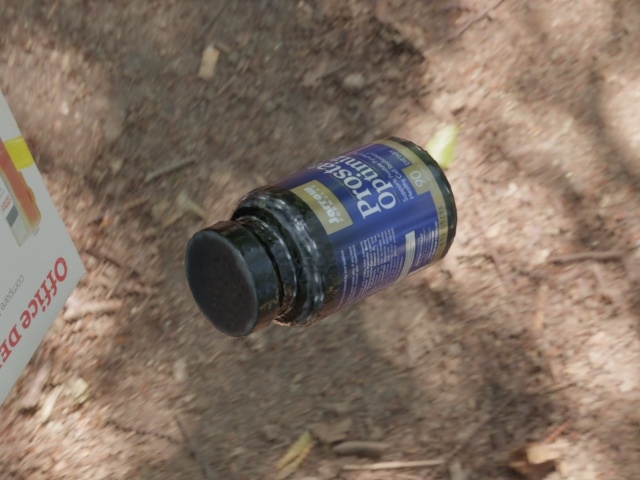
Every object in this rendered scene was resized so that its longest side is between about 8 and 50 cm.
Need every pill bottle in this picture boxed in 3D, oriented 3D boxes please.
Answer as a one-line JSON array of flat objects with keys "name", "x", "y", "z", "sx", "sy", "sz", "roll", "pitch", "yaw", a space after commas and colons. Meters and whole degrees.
[{"name": "pill bottle", "x": 0.000, "y": 0.000, "z": 1.332, "sx": 0.219, "sy": 0.123, "sz": 0.122, "roll": -24, "pitch": 85, "yaw": -37}]

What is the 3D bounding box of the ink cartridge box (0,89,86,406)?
[{"name": "ink cartridge box", "x": -0.396, "y": -0.032, "z": 1.450, "sx": 0.279, "sy": 0.160, "sz": 0.384, "roll": -65, "pitch": 143, "yaw": -49}]
